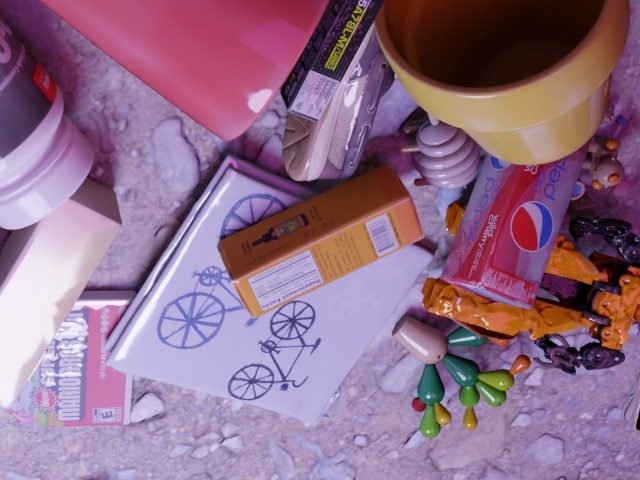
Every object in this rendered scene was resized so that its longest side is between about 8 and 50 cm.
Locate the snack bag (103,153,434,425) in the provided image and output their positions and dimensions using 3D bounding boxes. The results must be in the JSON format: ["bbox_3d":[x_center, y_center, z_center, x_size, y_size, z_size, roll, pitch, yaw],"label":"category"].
[{"bbox_3d":[-0.056,0.075,1.660,0.343,0.037,0.323,21,114,-31],"label":"snack bag"}]

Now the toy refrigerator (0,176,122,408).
[{"bbox_3d":[-0.334,0.054,1.523,0.094,0.102,0.269,28,105,-24],"label":"toy refrigerator"}]

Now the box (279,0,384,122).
[{"bbox_3d":[0.005,-0.248,1.382,0.045,0.184,0.190,19,115,-22],"label":"box"}]

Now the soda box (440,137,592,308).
[{"bbox_3d":[0.239,-0.057,1.552,0.083,0.092,0.263,23,84,-25],"label":"soda box"}]

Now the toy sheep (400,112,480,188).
[{"bbox_3d":[0.147,-0.109,1.567,0.091,0.091,0.132,-26,139,3],"label":"toy sheep"}]

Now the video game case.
[{"bbox_3d":[-0.378,0.152,1.644,0.285,0.025,0.204,0,122,-13],"label":"video game case"}]

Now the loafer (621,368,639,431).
[{"bbox_3d":[0.476,0.220,1.886,0.045,0.039,0.125,8,120,-18],"label":"loafer"}]

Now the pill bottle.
[{"bbox_3d":[-0.373,-0.156,1.363,0.161,0.161,0.283,-32,124,8],"label":"pill bottle"}]

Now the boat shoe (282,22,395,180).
[{"bbox_3d":[0.038,-0.195,1.481,0.092,0.103,0.285,3,118,-32],"label":"boat shoe"}]

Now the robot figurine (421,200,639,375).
[{"bbox_3d":[0.287,0.053,1.667,0.291,0.085,0.211,15,101,-13],"label":"robot figurine"}]

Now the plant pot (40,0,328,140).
[{"bbox_3d":[-0.136,-0.274,1.303,0.243,0.275,0.275,27,113,-16],"label":"plant pot"}]

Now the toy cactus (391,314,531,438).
[{"bbox_3d":[0.180,0.156,1.753,0.180,0.112,0.219,35,112,-10],"label":"toy cactus"}]

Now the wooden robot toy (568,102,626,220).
[{"bbox_3d":[0.342,-0.087,1.631,0.076,0.079,0.173,3,121,-16],"label":"wooden robot toy"}]

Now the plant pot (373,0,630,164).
[{"bbox_3d":[0.209,-0.203,1.397,0.254,0.254,0.239,-29,148,5],"label":"plant pot"}]

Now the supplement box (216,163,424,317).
[{"bbox_3d":[0.000,0.000,1.556,0.233,0.078,0.080,-23,132,-3],"label":"supplement box"}]
